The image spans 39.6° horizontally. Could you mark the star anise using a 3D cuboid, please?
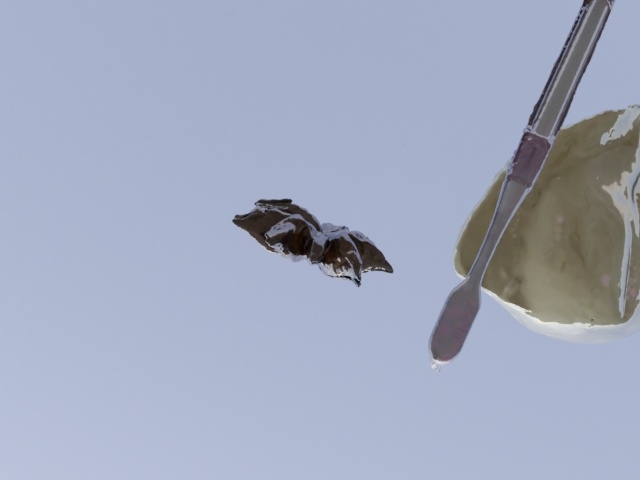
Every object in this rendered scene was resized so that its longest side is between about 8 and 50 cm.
[{"bbox_3d":[0.000,0.000,1.052,0.182,0.195,0.065,23,-85,16],"label":"star anise"}]

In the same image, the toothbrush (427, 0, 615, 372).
[{"bbox_3d":[0.147,-0.061,0.620,0.024,0.029,0.354,25,-116,8],"label":"toothbrush"}]

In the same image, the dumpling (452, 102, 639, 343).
[{"bbox_3d":[0.366,-0.018,1.132,0.395,0.233,0.315,16,-68,-31],"label":"dumpling"}]
